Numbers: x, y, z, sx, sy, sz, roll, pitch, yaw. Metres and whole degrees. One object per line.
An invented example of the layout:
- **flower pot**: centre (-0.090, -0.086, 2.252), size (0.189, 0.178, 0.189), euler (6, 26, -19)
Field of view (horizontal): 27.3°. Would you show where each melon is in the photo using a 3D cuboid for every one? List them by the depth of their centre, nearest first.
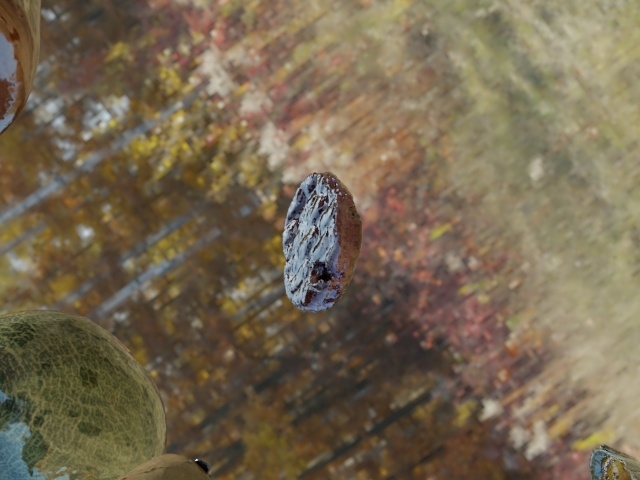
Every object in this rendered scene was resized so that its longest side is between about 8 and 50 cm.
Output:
- **melon**: centre (-0.307, 0.210, 1.517), size (0.248, 0.248, 0.329), euler (56, -178, 30)

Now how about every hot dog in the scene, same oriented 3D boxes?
- **hot dog**: centre (0.240, 0.220, 0.980), size (0.192, 0.053, 0.099), euler (-110, 0, -70)

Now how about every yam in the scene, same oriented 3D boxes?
- **yam**: centre (-0.140, 0.214, 0.988), size (0.084, 0.084, 0.127), euler (54, -151, 5)

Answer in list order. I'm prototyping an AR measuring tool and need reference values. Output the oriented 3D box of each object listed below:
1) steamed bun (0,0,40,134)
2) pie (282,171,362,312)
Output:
- **steamed bun**: centre (-0.493, -0.214, 1.519), size (0.235, 0.379, 0.248), euler (-103, -7, -45)
- **pie**: centre (0.000, 0.000, 1.355), size (0.038, 0.153, 0.153), euler (11, -158, -22)
